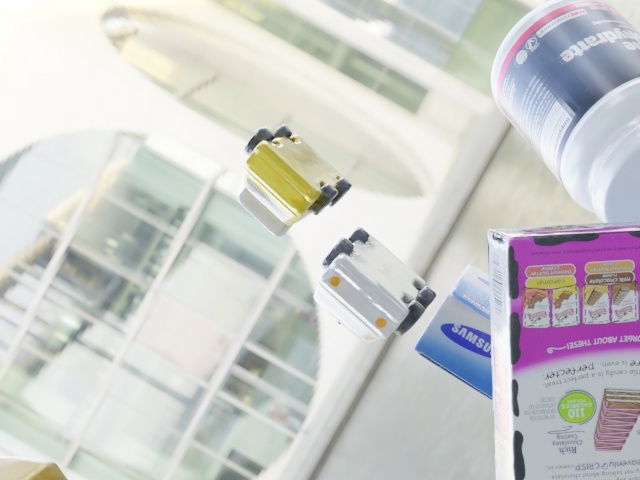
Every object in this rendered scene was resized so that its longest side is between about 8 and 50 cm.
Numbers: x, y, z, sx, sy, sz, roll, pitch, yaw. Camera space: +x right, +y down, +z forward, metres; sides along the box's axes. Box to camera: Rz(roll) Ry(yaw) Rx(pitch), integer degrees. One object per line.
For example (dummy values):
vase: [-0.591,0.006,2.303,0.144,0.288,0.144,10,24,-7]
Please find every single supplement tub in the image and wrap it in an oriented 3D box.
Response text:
supplement tub: [0.342,-0.151,1.648,0.191,0.191,0.272,-61,40,29]

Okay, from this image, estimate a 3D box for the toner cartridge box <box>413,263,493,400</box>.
toner cartridge box: [0.275,0.159,1.450,0.075,0.348,0.165,-60,-6,15]

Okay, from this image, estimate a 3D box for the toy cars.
toy cars: [0.000,0.000,1.356,0.087,0.176,0.394,-49,38,12]

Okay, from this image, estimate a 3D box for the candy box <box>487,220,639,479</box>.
candy box: [0.212,0.105,1.037,0.071,0.159,0.233,-135,43,-82]

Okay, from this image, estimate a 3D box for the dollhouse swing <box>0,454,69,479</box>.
dollhouse swing: [-0.251,0.342,1.089,0.315,0.347,0.305,-38,20,-12]
